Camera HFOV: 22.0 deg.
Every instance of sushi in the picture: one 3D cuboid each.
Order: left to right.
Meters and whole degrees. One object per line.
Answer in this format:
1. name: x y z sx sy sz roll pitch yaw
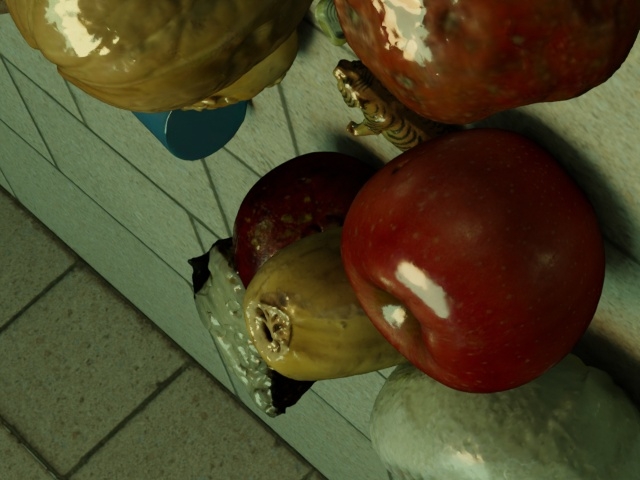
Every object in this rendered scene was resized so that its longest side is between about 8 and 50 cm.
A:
1. sushi: -0.062 0.086 2.374 0.234 0.208 0.348 53 162 24

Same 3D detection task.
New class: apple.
1. apple: 0.148 0.012 1.604 0.260 0.216 0.260 44 164 16

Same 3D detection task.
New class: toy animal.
1. toy animal: 0.086 -0.113 1.704 0.241 0.056 0.099 36 173 -30

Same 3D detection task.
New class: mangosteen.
1. mangosteen: 0.000 0.000 2.000 0.215 0.215 0.257 48 180 -3

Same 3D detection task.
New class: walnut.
1. walnut: -0.134 -0.269 1.485 0.277 0.313 0.252 45 175 -25

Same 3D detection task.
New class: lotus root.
1. lotus root: 0.065 0.057 1.815 0.151 0.343 0.169 40 127 36

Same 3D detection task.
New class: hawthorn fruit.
1. hawthorn fruit: 0.116 -0.214 1.121 0.258 0.258 0.261 43 144 14

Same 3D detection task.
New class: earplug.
1. earplug: -0.229 -0.230 2.171 0.273 0.132 0.132 40 163 34

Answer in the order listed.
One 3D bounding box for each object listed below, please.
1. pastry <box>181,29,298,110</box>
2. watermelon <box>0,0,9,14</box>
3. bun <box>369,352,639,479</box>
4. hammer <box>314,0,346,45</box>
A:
1. pastry: -0.177 -0.271 1.815 0.315 0.184 0.284 47 163 2
2. watermelon: -0.401 -0.380 2.031 0.283 0.250 0.292 33 157 54
3. bun: 0.237 0.230 1.853 0.362 0.211 0.362 28 167 7
4. hammer: 0.072 -0.206 1.593 0.226 0.041 0.158 26 154 52
